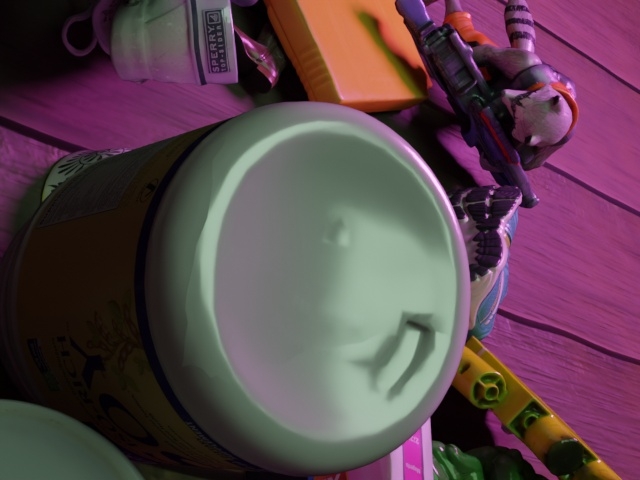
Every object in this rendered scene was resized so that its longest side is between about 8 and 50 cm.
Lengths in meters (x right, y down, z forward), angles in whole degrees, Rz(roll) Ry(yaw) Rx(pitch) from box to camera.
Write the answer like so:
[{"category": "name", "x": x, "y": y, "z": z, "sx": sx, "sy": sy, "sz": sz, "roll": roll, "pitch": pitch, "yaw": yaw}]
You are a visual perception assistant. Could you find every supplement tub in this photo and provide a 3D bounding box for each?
[{"category": "supplement tub", "x": -0.080, "y": 0.042, "z": 0.977, "sx": 0.241, "sy": 0.331, "sz": 0.241, "roll": 5, "pitch": 81, "yaw": -34}]

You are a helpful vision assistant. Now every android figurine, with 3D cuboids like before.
[{"category": "android figurine", "x": 0.222, "y": 0.194, "z": 1.450, "sx": 0.248, "sy": 0.056, "sz": 0.273, "roll": 42, "pitch": 1, "yaw": -27}]

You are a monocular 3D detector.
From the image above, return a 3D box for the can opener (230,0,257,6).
[{"category": "can opener", "x": -0.085, "y": -0.384, "z": 1.433, "sx": 0.095, "sy": 0.076, "sz": 0.283, "roll": 22, "pitch": 57, "yaw": -30}]

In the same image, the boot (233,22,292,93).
[{"category": "boot", "x": -0.072, "y": -0.222, "z": 1.492, "sx": 0.106, "sy": 0.037, "sz": 0.114, "roll": 52, "pitch": 33, "yaw": -16}]

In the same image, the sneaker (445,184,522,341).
[{"category": "sneaker", "x": 0.183, "y": 0.017, "z": 1.623, "sx": 0.275, "sy": 0.107, "sz": 0.110, "roll": -65, "pitch": 149, "yaw": -55}]

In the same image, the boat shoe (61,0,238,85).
[{"category": "boat shoe", "x": -0.165, "y": -0.216, "z": 1.272, "sx": 0.367, "sy": 0.157, "sz": 0.135, "roll": -106, "pitch": -170, "yaw": -65}]

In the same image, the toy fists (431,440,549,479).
[{"category": "toy fists", "x": 0.149, "y": 0.272, "z": 1.373, "sx": 0.279, "sy": 0.096, "sz": 0.142, "roll": 12, "pitch": 54, "yaw": -47}]

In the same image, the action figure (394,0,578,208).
[{"category": "action figure", "x": 0.223, "y": -0.231, "z": 1.716, "sx": 0.341, "sy": 0.179, "sz": 0.330, "roll": 54, "pitch": 8, "yaw": -36}]

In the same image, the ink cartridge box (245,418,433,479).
[{"category": "ink cartridge box", "x": 0.014, "y": 0.224, "z": 1.156, "sx": 0.069, "sy": 0.176, "sz": 0.370, "roll": 30, "pitch": 45, "yaw": -38}]

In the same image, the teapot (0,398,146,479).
[{"category": "teapot", "x": -0.216, "y": 0.239, "z": 0.854, "sx": 0.256, "sy": 0.187, "sz": 0.252, "roll": -26, "pitch": 67, "yaw": -31}]

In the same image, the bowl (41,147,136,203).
[{"category": "bowl", "x": -0.154, "y": -0.020, "z": 1.199, "sx": 0.170, "sy": 0.080, "sz": 0.170, "roll": 32, "pitch": 43, "yaw": -35}]

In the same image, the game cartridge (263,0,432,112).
[{"category": "game cartridge", "x": 0.004, "y": -0.301, "z": 1.615, "sx": 0.285, "sy": 0.053, "sz": 0.323, "roll": -13, "pitch": 79, "yaw": -62}]
